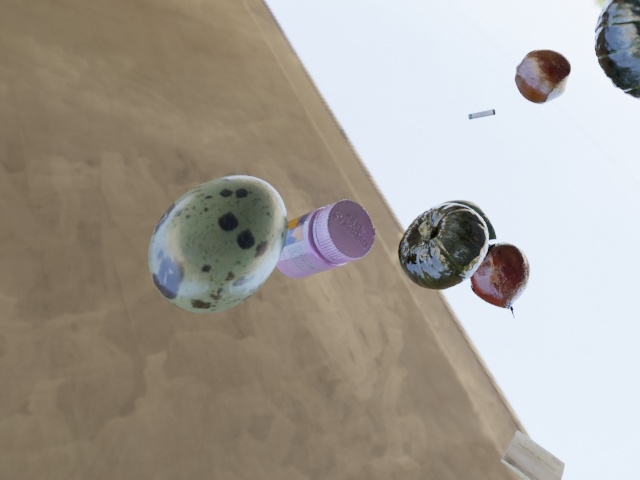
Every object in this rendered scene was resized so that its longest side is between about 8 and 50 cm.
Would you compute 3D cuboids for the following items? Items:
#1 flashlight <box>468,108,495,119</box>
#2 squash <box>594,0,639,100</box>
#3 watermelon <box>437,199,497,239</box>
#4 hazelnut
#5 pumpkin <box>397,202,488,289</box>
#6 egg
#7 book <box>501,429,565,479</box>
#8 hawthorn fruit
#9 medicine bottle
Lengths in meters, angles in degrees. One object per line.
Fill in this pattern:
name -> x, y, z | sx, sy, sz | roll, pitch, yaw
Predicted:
flashlight -> 0.475, -0.372, 1.793 | 0.018, 0.083, 0.018 | -11, -84, -42
squash -> 0.628, -0.375, 1.097 | 0.252, 0.252, 0.165 | 32, -167, -6
watermelon -> 0.394, -0.052, 1.806 | 0.230, 0.128, 0.146 | -6, -98, -10
hazelnut -> 0.588, -0.436, 1.622 | 0.143, 0.154, 0.143 | 1, -108, -2
pumpkin -> 0.279, 0.010, 1.403 | 0.157, 0.223, 0.224 | 41, -145, -27
egg -> -0.235, 0.004, 1.451 | 0.287, 0.288, 0.379 | 46, -119, 10
book -> 0.468, 0.486, 1.329 | 0.127, 0.014, 0.181 | 35, -161, 21
hawthorn fruit -> 0.530, 0.119, 1.777 | 0.181, 0.181, 0.235 | -12, -96, -43
medicine bottle -> 0.000, 0.000, 1.754 | 0.178, 0.290, 0.178 | 12, -110, -34
